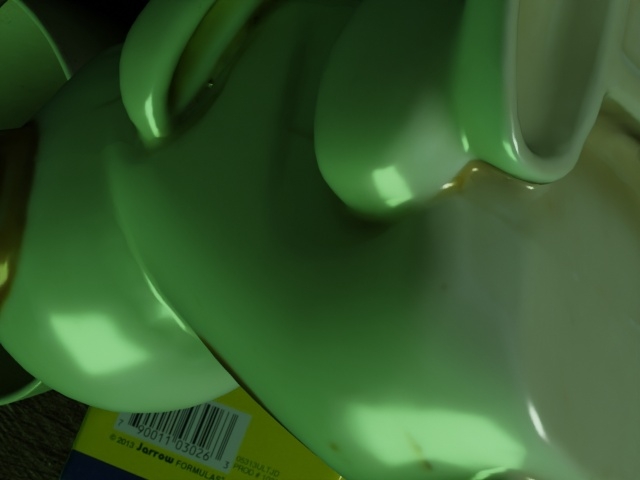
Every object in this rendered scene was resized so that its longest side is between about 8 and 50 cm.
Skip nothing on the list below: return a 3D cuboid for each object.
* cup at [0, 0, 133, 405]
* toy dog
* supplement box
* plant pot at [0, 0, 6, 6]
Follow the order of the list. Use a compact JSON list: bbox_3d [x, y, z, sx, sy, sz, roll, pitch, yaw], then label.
[{"bbox_3d":[-0.190,-0.046,1.442,0.331,0.331,0.237,14,-166,43],"label":"cup"},{"bbox_3d":[0.000,0.000,0.918,0.408,0.395,0.284,2,169,42],"label":"toy dog"},{"bbox_3d":[-0.008,0.056,1.298,0.195,0.356,0.194,19,171,19],"label":"supplement box"},{"bbox_3d":[-0.260,-0.190,1.133,0.167,0.167,0.165,26,163,-24],"label":"plant pot"}]
